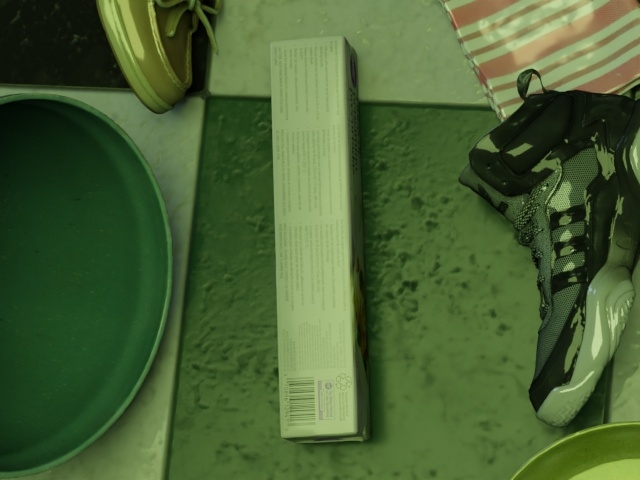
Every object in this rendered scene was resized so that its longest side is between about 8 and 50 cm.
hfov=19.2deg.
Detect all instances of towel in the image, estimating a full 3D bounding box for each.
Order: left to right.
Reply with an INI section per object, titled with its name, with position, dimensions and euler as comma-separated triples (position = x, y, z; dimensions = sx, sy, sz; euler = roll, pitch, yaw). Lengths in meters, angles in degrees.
[towel]
position = 0.175, -0.191, 1.522
dimensions = 0.144, 0.029, 0.197
euler = -28, 75, 7

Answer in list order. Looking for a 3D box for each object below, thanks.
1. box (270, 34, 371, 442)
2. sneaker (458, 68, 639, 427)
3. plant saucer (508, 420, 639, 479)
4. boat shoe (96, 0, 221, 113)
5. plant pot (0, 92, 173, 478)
[box]
position = 0.000, 0.000, 1.512
dimensions = 0.067, 0.063, 0.324
euler = -5, 79, 11
[sneaker]
position = 0.170, 0.000, 1.443
dimensions = 0.153, 0.101, 0.268
euler = 18, 79, 5
[plant saucer]
position = 0.224, 0.247, 1.320
dimensions = 0.241, 0.037, 0.241
euler = -2, 80, 12
[boat shoe]
position = -0.135, -0.247, 1.567
dimensions = 0.089, 0.104, 0.285
euler = -12, 77, 14
[plant pot]
position = -0.288, 0.024, 1.488
dimensions = 0.196, 0.293, 0.293
euler = 9, 81, 42
